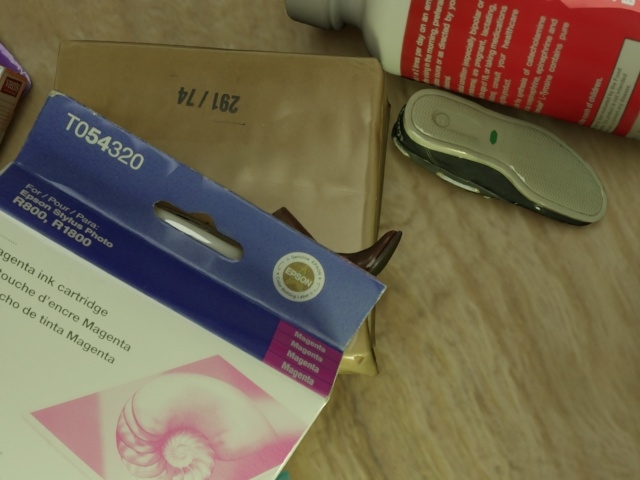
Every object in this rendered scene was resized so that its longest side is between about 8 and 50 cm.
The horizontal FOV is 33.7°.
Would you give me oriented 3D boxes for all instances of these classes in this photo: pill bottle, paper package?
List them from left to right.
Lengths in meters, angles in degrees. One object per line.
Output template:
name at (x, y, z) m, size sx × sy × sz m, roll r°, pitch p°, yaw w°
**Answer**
paper package at (-0.097, -0.031, 1.052) m, size 0.325 × 0.168 × 0.309 m, roll 3°, pitch 79°, yaw 6°
pill bottle at (0.184, -0.251, 1.037) m, size 0.408 × 0.229 × 0.229 m, roll 16°, pitch 81°, yaw 8°

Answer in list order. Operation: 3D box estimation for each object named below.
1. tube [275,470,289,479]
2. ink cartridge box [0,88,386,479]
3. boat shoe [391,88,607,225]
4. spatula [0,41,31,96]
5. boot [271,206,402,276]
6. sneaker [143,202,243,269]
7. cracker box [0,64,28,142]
tube at (-0.051, 0.338, 1.041) m, size 0.080 × 0.052 × 0.207 m, roll -10°, pitch 72°, yaw -7°
ink cartridge box at (-0.165, 0.097, 0.882) m, size 0.324 × 0.071 × 0.330 m, roll 30°, pitch 108°, yaw -5°
boat shoe at (0.184, -0.079, 1.088) m, size 0.233 × 0.079 × 0.084 m, roll 25°, pitch 64°, yaw -5°
spatula at (-0.438, -0.265, 1.196) m, size 0.084 × 0.030 × 0.296 m, roll -38°, pitch 78°, yaw 4°
boot at (0.000, 0.000, 0.936) m, size 0.114 × 0.037 × 0.106 m, roll 41°, pitch 82°, yaw 16°
sneaker at (-0.183, 0.016, 0.934) m, size 0.217 × 0.079 × 0.121 m, roll 23°, pitch 92°, yaw 9°
cracker box at (-0.436, -0.104, 1.133) m, size 0.156 × 0.067 × 0.232 m, roll 25°, pitch 91°, yaw 9°
